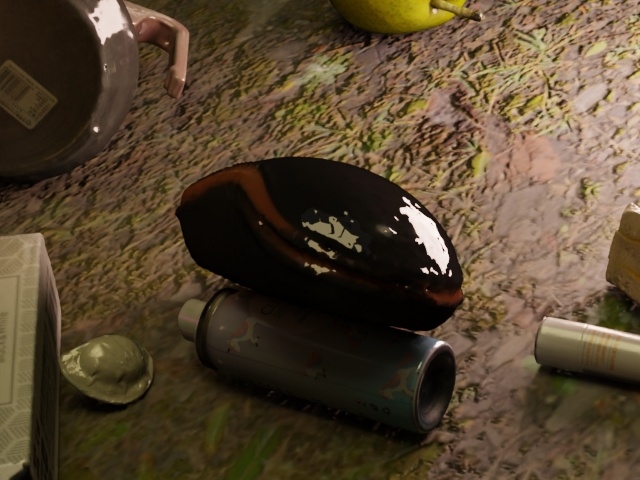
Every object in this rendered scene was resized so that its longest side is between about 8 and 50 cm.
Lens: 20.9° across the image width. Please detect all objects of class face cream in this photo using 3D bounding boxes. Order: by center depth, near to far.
[{"bbox_3d":[-0.010,0.088,1.363,0.229,0.075,0.075,13,36,28],"label":"face cream"}]

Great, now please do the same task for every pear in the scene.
[{"bbox_3d":[0.095,-0.293,1.909,0.180,0.166,0.216,-13,52,-36],"label":"pear"}]

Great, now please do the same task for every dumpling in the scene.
[{"bbox_3d":[-0.166,0.106,1.392,0.043,0.077,0.059,-32,63,26],"label":"dumpling"}]

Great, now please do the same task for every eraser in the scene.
[{"bbox_3d":[-0.249,0.138,1.298,0.096,0.098,0.404,-8,31,-2],"label":"eraser"}]

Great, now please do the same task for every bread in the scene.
[{"bbox_3d":[0.277,0.024,1.393,0.152,0.077,0.105,21,13,38],"label":"bread"}]

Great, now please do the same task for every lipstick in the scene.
[{"bbox_3d":[0.239,0.091,1.352,0.141,0.040,0.040,11,35,24],"label":"lipstick"}]

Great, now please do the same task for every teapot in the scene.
[{"bbox_3d":[-0.281,-0.220,1.775,0.300,0.253,0.344,19,25,-11],"label":"teapot"}]

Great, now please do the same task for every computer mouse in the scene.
[{"bbox_3d":[0.002,-0.005,1.380,0.183,0.116,0.323,19,-1,-25],"label":"computer mouse"}]
